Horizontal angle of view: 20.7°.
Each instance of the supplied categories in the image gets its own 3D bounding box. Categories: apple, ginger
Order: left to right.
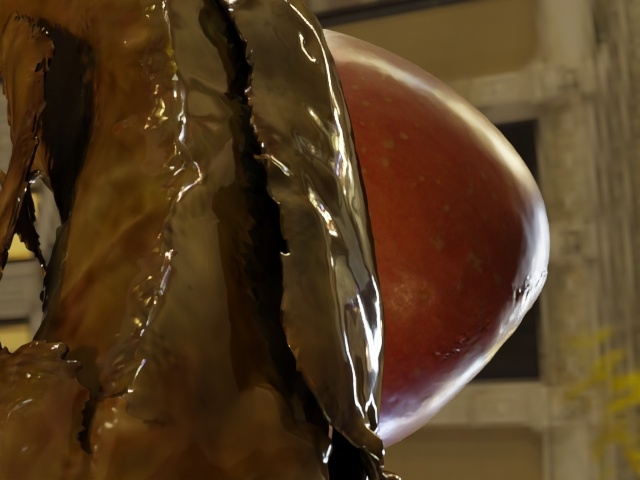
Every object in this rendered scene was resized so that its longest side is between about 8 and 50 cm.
[{"bbox_3d":[-0.048,0.000,0.456,0.107,0.133,0.309,78,-172,-47],"label":"ginger"},{"bbox_3d":[0.000,0.000,0.728,0.168,0.181,0.181,52,-141,2],"label":"apple"}]
